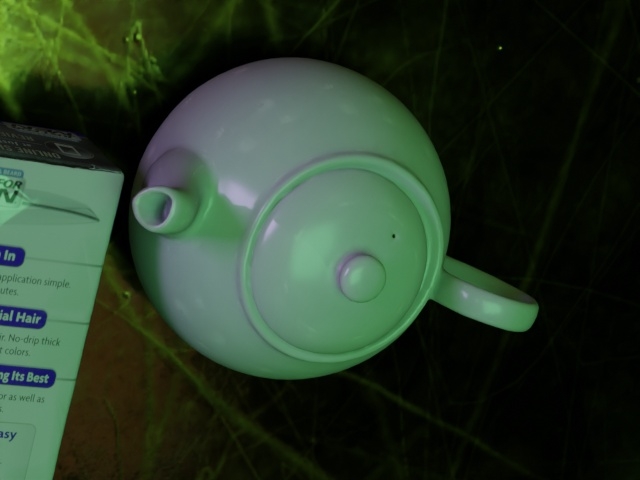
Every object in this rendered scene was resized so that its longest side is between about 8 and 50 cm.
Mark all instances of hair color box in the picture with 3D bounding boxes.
[{"bbox_3d":[-0.270,0.085,1.367,0.185,0.110,0.339,8,106,-27],"label":"hair color box"}]

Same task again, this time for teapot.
[{"bbox_3d":[0.000,0.000,1.418,0.256,0.187,0.252,-29,119,-15],"label":"teapot"}]
